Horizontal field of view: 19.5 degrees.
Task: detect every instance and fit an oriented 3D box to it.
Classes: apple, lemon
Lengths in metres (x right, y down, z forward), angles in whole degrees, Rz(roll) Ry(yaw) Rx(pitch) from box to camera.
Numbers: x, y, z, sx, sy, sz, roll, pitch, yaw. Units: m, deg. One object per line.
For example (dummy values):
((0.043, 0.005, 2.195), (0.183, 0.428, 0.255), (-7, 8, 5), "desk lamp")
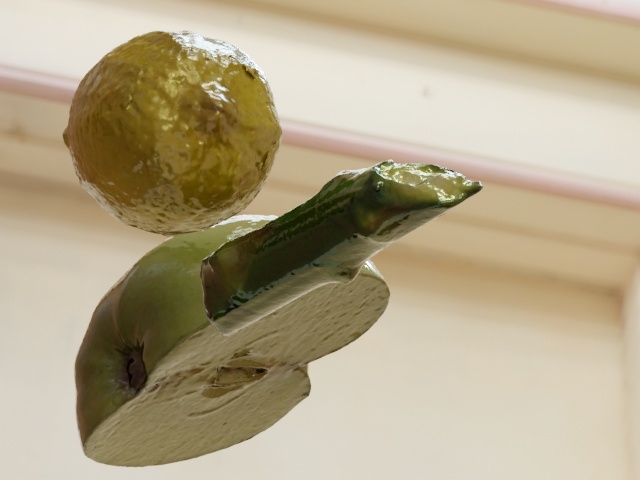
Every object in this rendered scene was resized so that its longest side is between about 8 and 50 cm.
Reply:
((-0.112, 0.127, 2.187), (0.312, 0.360, 0.320), (8, -84, 41), "apple")
((-0.137, -0.100, 1.730), (0.231, 0.192, 0.192), (-11, -113, 58), "lemon")

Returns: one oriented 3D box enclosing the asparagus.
((0.001, -0.001, 1.562), (0.343, 0.085, 0.082), (-30, -170, 47), "asparagus")
